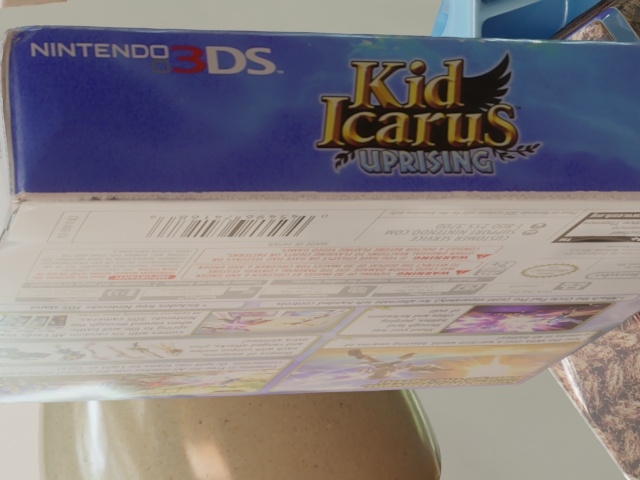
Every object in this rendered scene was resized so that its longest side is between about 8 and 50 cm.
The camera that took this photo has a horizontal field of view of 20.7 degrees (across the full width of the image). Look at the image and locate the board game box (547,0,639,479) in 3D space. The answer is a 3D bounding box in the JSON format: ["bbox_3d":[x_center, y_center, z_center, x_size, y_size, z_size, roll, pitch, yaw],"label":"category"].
[{"bbox_3d":[0.216,-0.034,1.013,0.141,0.232,0.291,-34,2,34],"label":"board game box"}]

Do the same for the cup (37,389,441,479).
[{"bbox_3d":[-0.090,0.112,1.401,0.331,0.331,0.237,-32,-61,-30],"label":"cup"}]

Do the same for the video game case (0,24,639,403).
[{"bbox_3d":[0.000,0.000,0.639,0.270,0.061,0.244,0,-19,-20],"label":"video game case"}]

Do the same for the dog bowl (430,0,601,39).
[{"bbox_3d":[0.146,-0.186,1.194,0.166,0.074,0.297,-20,-47,-17],"label":"dog bowl"}]

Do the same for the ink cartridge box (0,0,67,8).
[{"bbox_3d":[-0.262,-0.318,1.470,0.086,0.148,0.203,-16,-47,-52],"label":"ink cartridge box"}]
